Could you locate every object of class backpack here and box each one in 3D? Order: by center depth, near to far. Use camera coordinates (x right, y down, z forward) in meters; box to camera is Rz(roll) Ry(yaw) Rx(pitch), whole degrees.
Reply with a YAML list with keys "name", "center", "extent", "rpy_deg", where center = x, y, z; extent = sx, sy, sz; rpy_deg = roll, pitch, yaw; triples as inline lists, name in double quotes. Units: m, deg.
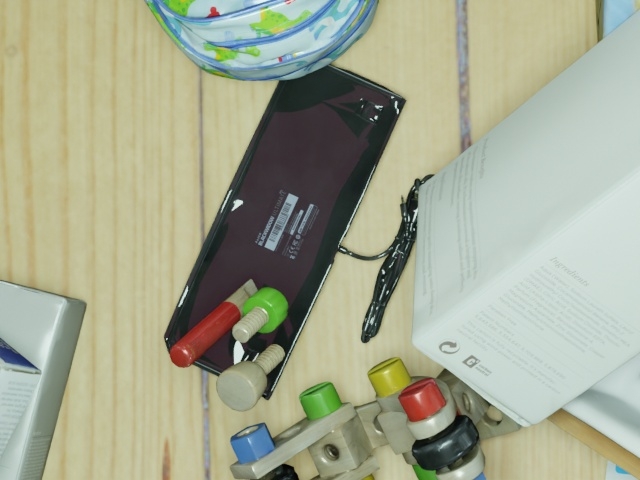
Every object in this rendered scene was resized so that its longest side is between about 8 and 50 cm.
- name: "backpack"
  center: [-0.076, -0.319, 1.819]
  extent: [0.290, 0.273, 0.356]
  rpy_deg: [-13, 97, -2]

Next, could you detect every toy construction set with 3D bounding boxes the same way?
- name: "toy construction set"
  center: [0.043, 0.139, 1.797]
  extent: [0.309, 0.237, 0.257]
  rpy_deg: [42, 128, 3]

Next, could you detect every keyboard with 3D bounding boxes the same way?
- name: "keyboard"
  center: [0.000, 0.000, 1.882]
  extent: [0.201, 0.033, 0.317]
  rpy_deg: [25, 90, 8]

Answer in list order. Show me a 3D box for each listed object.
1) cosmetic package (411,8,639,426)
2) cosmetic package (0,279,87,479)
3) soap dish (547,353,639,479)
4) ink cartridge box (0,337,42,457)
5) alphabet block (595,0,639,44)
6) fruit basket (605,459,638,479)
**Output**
- name: "cosmetic package"
  center: [0.258, -0.044, 1.653]
  extent: [0.156, 0.217, 0.385]
  rpy_deg: [36, 127, -24]
- name: "cosmetic package"
  center: [-0.315, 0.153, 1.870]
  extent: [0.127, 0.107, 0.238]
  rpy_deg: [16, 85, 7]
- name: "soap dish"
  center: [0.345, 0.084, 1.738]
  extent: [0.118, 0.229, 0.291]
  rpy_deg: [41, 85, -35]
- name: "ink cartridge box"
  center: [-0.437, 0.181, 1.821]
  extent: [0.324, 0.071, 0.330]
  rpy_deg: [34, 101, 35]
- name: "alphabet block"
  center: [0.340, -0.243, 1.743]
  extent: [0.193, 0.197, 0.192]
  rpy_deg: [1, 131, 4]
- name: "fruit basket"
  center: [0.413, 0.283, 1.707]
  extent: [0.353, 0.165, 0.327]
  rpy_deg: [8, 50, 9]
